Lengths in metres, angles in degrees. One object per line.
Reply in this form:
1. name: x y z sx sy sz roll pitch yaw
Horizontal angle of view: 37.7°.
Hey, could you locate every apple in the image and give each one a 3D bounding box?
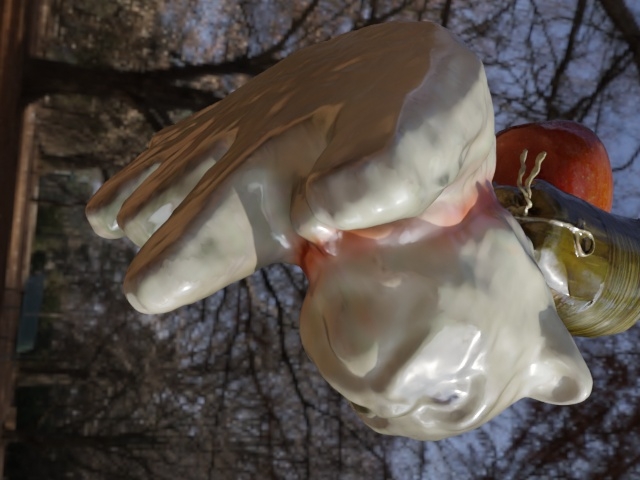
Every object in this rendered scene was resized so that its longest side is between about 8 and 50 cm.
1. apple: 0.309 -0.077 1.292 0.181 0.181 0.168 155 -61 -67

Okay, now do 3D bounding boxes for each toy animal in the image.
1. toy animal: 0.000 0.000 0.522 0.308 0.188 0.266 -26 -150 37

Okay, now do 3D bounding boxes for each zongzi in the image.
1. zongzi: 0.144 0.027 0.791 0.241 0.247 0.111 -16 -113 39
